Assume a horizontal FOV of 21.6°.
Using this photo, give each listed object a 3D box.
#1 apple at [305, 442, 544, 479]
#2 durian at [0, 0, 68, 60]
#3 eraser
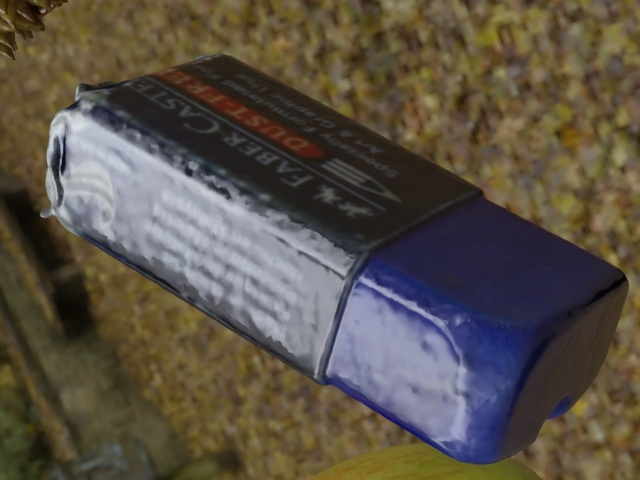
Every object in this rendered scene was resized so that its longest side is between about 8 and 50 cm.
[{"bbox_3d":[0.089,0.325,1.357,0.339,0.339,0.339,57,160,35],"label":"apple"},{"bbox_3d":[-0.307,-0.312,1.298,0.347,0.347,0.384,107,143,-64],"label":"durian"},{"bbox_3d":[0.000,0.000,0.976,0.332,0.155,0.101,29,121,25],"label":"eraser"}]
